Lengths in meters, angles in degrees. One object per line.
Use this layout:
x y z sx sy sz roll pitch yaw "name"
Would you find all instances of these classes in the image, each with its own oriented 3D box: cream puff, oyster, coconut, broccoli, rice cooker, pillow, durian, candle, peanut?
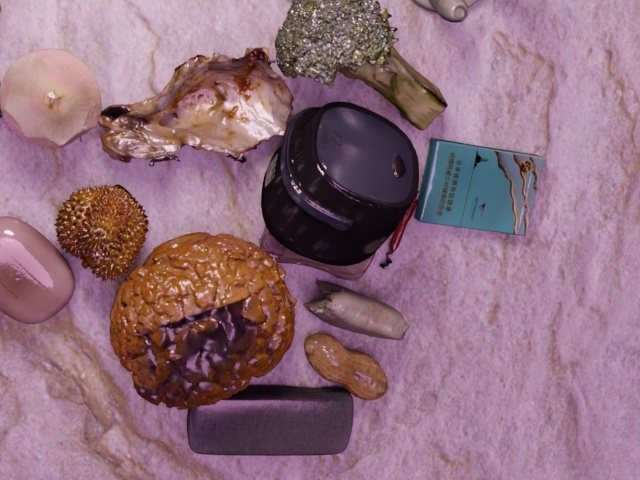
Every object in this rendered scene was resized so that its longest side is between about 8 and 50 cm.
-0.199 0.151 1.771 0.343 0.231 0.327 23 95 -19 "cream puff"
-0.214 -0.211 1.718 0.337 0.133 0.197 -23 112 -5 "oyster"
-0.437 -0.228 1.626 0.171 0.183 0.171 -5 105 -20 "coconut"
0.080 -0.325 1.735 0.221 0.252 0.361 -59 152 -1 "broccoli"
0.025 -0.094 1.739 0.267 0.267 0.224 22 141 -19 "rice cooker"
0.074 0.140 1.893 0.181 0.134 0.078 22 87 -19 "pillow"
-0.378 -0.021 1.724 0.158 0.137 0.168 30 66 -13 "durian"
0.000 0.000 1.880 0.233 0.038 0.130 17 101 -20 "pillow"
0.154 -0.020 1.923 0.026 0.021 0.167 17 100 -17 "candle"
0.049 0.241 1.936 0.193 0.089 0.089 34 95 -18 "peanut"

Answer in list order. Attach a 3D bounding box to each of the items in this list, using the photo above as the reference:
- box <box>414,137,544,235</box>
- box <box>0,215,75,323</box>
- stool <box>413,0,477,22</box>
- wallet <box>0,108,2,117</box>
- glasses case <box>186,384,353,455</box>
0.307 -0.101 1.929 0.229 0.041 0.162 7 104 -16 "box"
-0.523 0.053 1.734 0.146 0.088 0.200 -40 112 1 "box"
0.247 -0.486 1.725 0.195 0.198 0.195 -21 110 -6 "stool"
-0.607 -0.248 1.653 0.153 0.039 0.118 -7 97 -17 "wallet"
-0.096 0.348 1.933 0.323 0.074 0.131 4 105 -15 "glasses case"
